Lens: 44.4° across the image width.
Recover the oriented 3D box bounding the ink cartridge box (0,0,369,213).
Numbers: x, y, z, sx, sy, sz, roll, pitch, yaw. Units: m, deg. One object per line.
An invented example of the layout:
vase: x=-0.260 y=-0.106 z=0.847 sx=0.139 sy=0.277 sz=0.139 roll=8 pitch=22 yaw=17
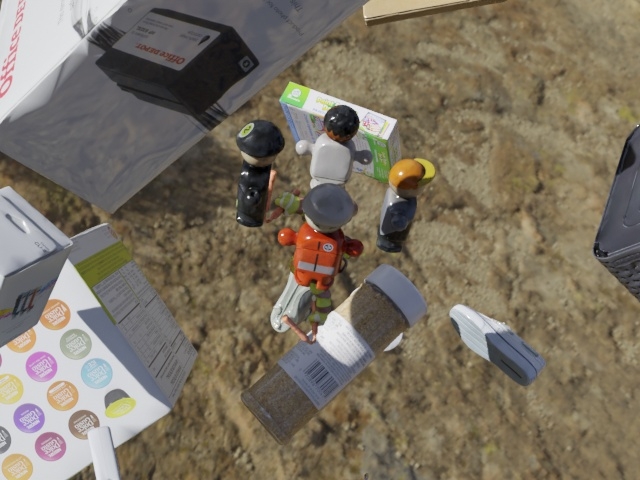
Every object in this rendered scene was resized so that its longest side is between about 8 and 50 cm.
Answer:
ink cartridge box: x=-0.112 y=-0.203 z=0.616 sx=0.129 sy=0.307 sz=0.223 roll=36 pitch=30 yaw=-39

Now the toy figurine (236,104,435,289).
toy figurine: x=0.012 y=-0.068 z=0.985 sx=0.209 sy=0.148 sz=0.213 roll=-22 pitch=51 yaw=-32

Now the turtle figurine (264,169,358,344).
turtle figurine: x=0.000 y=0.000 z=1.181 sx=0.087 sy=0.270 sz=0.217 roll=-7 pitch=18 yaw=23

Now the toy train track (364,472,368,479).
toy train track: x=0.082 y=0.497 z=1.580 sx=0.014 sy=0.048 sz=0.083 roll=3 pitch=21 yaw=16

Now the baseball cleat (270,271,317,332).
baseball cleat: x=-0.026 y=0.090 z=1.547 sx=0.072 sy=0.206 sz=0.109 roll=43 pitch=21 yaw=19

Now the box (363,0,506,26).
box: x=0.158 y=-0.397 z=1.127 sx=0.201 sy=0.021 sz=0.165 roll=-7 pitch=67 yaw=13

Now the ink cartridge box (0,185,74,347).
ink cartridge box: x=-0.438 y=0.044 z=1.040 sx=0.128 sy=0.176 sz=0.127 roll=39 pitch=32 yaw=7

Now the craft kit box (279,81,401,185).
craft kit box: x=0.051 y=-0.223 z=1.692 sx=0.246 sy=0.250 sz=0.061 roll=25 pitch=77 yaw=15

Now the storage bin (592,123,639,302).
storage bin: x=0.307 y=-0.036 z=0.630 sx=0.084 sy=0.122 sz=0.180 roll=43 pitch=52 yaw=-14

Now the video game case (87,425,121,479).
video game case: x=-0.280 y=0.467 z=1.134 sx=0.036 sy=0.329 sz=0.300 roll=-11 pitch=58 yaw=-19

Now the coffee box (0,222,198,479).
coffee box: x=-0.464 y=0.209 z=1.409 sx=0.334 sy=0.337 sz=0.338 roll=57 pitch=2 yaw=-7

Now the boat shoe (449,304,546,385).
boat shoe: x=0.377 y=0.213 z=1.672 sx=0.075 sy=0.083 sz=0.226 roll=-31 pitch=66 yaw=-32

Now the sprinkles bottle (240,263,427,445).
sprinkles bottle: x=0.025 y=0.197 z=1.383 sx=0.355 sy=0.121 sz=0.121 roll=-41 pitch=72 yaw=-12

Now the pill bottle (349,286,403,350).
pill bottle: x=0.145 y=0.203 z=2.052 sx=0.119 sy=0.119 sz=0.208 roll=17 pitch=13 yaw=-14
